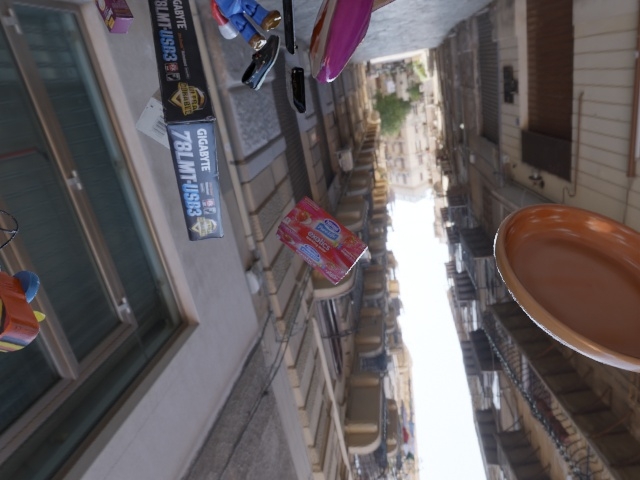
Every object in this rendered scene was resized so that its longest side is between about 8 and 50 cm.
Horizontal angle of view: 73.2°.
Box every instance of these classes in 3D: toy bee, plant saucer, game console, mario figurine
[{"bbox_3d":[-0.601,0.102,0.782,0.162,0.195,0.298,-40,-145,2],"label":"toy bee"},{"bbox_3d":[0.262,0.041,0.414,0.200,0.037,0.199,6,-136,-6],"label":"plant saucer"},{"bbox_3d":[-0.082,-0.580,1.295,0.044,0.361,0.213,-7,-151,-7],"label":"game console"},{"bbox_3d":[-0.259,-0.739,1.285,0.198,0.320,0.170,-45,-172,-3],"label":"mario figurine"}]

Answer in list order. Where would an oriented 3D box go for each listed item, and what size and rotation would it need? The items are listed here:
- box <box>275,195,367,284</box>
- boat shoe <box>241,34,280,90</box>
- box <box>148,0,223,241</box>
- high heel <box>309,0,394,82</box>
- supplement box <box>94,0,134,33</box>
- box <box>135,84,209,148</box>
[{"bbox_3d":[0.000,0.000,1.356,0.128,0.257,0.122,-49,177,-28],"label":"box"},{"bbox_3d":[-0.134,-0.404,0.971,0.042,0.133,0.048,13,-141,-37],"label":"boat shoe"},{"bbox_3d":[-0.222,-0.196,0.729,0.074,0.295,0.293,-10,-120,-15],"label":"box"},{"bbox_3d":[0.106,-0.364,0.637,0.181,0.377,0.127,22,164,-15],"label":"high heel"},{"bbox_3d":[-0.456,-0.510,0.949,0.055,0.083,0.043,-26,-179,45],"label":"supplement box"},{"bbox_3d":[-0.480,-0.441,1.412,0.149,0.127,0.232,-37,-150,39],"label":"box"}]
